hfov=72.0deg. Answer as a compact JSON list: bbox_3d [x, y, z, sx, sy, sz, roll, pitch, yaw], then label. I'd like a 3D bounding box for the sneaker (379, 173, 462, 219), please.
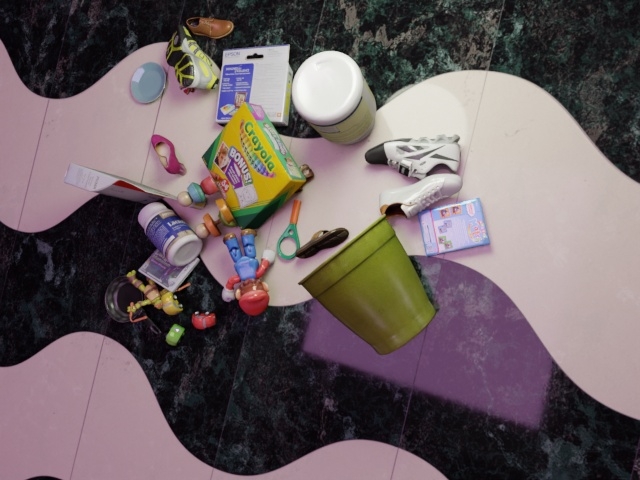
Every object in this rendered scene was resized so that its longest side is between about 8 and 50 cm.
[{"bbox_3d":[0.340,-0.132,1.491,0.289,0.106,0.123,-16,46,26],"label":"sneaker"}]

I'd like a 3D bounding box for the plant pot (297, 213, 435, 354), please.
[{"bbox_3d":[0.177,0.163,1.437,0.366,0.366,0.353,-40,87,11],"label":"plant pot"}]

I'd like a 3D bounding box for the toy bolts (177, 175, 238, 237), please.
[{"bbox_3d":[-0.441,-0.120,1.678,0.158,0.218,0.229,-29,94,-7],"label":"toy bolts"}]

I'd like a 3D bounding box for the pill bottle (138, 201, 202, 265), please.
[{"bbox_3d":[-0.614,-0.031,1.786,0.264,0.153,0.153,41,98,23],"label":"pill bottle"}]

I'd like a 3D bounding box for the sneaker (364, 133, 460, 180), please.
[{"bbox_3d":[0.313,-0.271,1.520,0.330,0.122,0.147,-3,83,19],"label":"sneaker"}]

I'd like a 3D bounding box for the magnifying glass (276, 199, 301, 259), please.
[{"bbox_3d":[-0.110,-0.041,1.695,0.092,0.026,0.231,11,91,19],"label":"magnifying glass"}]

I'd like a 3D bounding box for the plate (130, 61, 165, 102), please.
[{"bbox_3d":[-0.763,-0.702,1.965,0.187,0.024,0.189,-1,85,17],"label":"plate"}]

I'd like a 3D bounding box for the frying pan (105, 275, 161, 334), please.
[{"bbox_3d":[-0.780,0.264,1.876,0.325,0.053,0.198,12,89,17],"label":"frying pan"}]

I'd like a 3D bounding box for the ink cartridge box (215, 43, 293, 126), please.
[{"bbox_3d":[-0.264,-0.615,1.772,0.303,0.072,0.308,5,85,20],"label":"ink cartridge box"}]

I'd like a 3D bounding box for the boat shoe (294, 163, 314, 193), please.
[{"bbox_3d":[-0.097,-0.210,1.682,0.178,0.064,0.060,-44,72,8],"label":"boat shoe"}]

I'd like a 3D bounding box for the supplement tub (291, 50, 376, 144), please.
[{"bbox_3d":[0.061,-0.469,1.513,0.235,0.324,0.236,-2,85,18],"label":"supplement tub"}]

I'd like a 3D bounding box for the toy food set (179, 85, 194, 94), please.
[{"bbox_3d":[-0.551,-0.674,1.894,0.122,0.019,0.078,-36,76,12],"label":"toy food set"}]

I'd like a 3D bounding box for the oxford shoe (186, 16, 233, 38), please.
[{"bbox_3d":[-0.469,-0.904,1.858,0.212,0.076,0.076,7,86,17],"label":"oxford shoe"}]

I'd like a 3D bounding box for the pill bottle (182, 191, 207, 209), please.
[{"bbox_3d":[-0.517,-0.164,1.789,0.065,0.116,0.065,-2,85,18],"label":"pill bottle"}]

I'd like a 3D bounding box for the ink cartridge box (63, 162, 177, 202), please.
[{"bbox_3d":[-0.760,-0.191,1.772,0.384,0.308,0.091,21,92,18],"label":"ink cartridge box"}]

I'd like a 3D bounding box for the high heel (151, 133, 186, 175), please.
[{"bbox_3d":[-0.667,-0.370,1.856,0.082,0.117,0.244,-38,75,12],"label":"high heel"}]

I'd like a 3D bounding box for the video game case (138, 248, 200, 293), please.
[{"bbox_3d":[-0.623,0.102,1.814,0.190,0.022,0.173,27,67,19],"label":"video game case"}]

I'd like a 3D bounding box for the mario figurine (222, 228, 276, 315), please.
[{"bbox_3d":[-0.278,0.128,1.690,0.197,0.170,0.321,-17,83,35],"label":"mario figurine"}]

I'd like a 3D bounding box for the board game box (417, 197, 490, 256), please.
[{"bbox_3d":[0.450,-0.043,1.499,0.211,0.039,0.160,-12,81,18],"label":"board game box"}]

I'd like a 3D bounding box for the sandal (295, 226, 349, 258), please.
[{"bbox_3d":[0.000,0.000,1.634,0.219,0.090,0.060,-28,55,21],"label":"sandal"}]

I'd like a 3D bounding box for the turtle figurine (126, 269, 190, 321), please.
[{"bbox_3d":[-0.692,0.202,1.831,0.269,0.087,0.217,-34,70,-13],"label":"turtle figurine"}]

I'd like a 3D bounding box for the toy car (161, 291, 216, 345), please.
[{"bbox_3d":[-0.564,0.344,1.768,0.238,0.053,0.225,29,110,-6],"label":"toy car"}]

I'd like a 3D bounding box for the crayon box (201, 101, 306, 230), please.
[{"bbox_3d":[-0.263,-0.275,1.669,0.313,0.106,0.363,-41,72,33],"label":"crayon box"}]

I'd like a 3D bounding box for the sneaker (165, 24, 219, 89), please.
[{"bbox_3d":[-0.541,-0.752,1.847,0.145,0.147,0.385,-45,54,33],"label":"sneaker"}]
